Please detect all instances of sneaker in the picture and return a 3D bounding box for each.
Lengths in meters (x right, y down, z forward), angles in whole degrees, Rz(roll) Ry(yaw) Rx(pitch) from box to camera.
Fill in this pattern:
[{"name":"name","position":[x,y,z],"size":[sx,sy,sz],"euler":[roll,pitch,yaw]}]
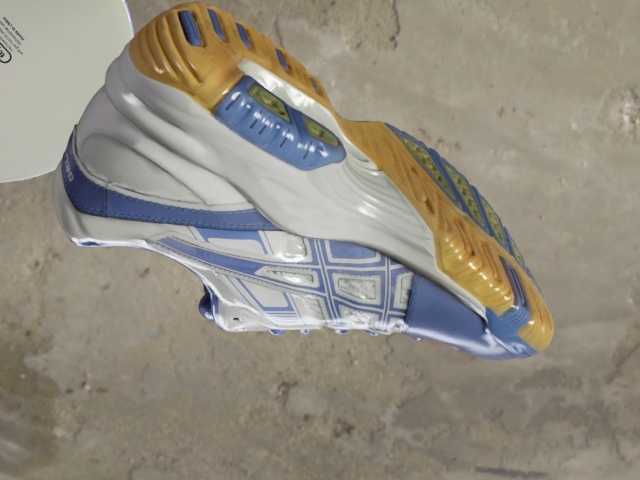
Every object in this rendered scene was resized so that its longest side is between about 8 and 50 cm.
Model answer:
[{"name":"sneaker","position":[0.000,0.000,0.483],"size":[0.296,0.112,0.131],"euler":[32,117,-29]}]

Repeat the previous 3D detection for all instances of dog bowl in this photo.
[{"name":"dog bowl","position":[-0.313,-0.192,0.846],"size":[0.265,0.104,0.264],"euler":[-9,117,-18]}]
